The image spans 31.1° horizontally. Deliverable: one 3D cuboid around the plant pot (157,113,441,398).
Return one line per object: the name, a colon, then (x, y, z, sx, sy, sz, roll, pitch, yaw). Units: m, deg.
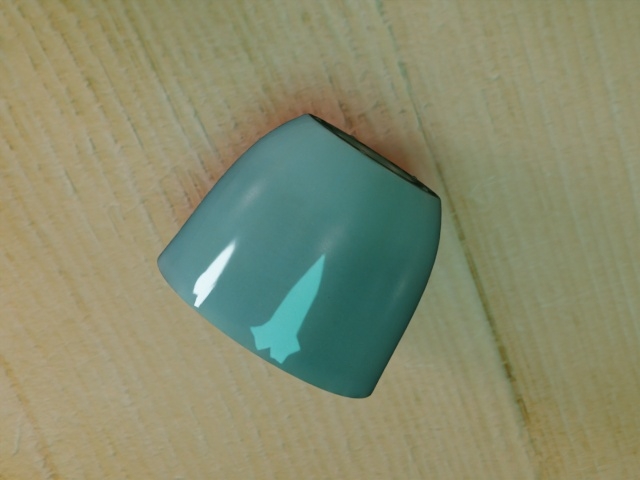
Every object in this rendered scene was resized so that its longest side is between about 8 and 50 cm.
plant pot: (0.000, 0.000, 1.310, 0.293, 0.293, 0.235, 31, 99, -16)
